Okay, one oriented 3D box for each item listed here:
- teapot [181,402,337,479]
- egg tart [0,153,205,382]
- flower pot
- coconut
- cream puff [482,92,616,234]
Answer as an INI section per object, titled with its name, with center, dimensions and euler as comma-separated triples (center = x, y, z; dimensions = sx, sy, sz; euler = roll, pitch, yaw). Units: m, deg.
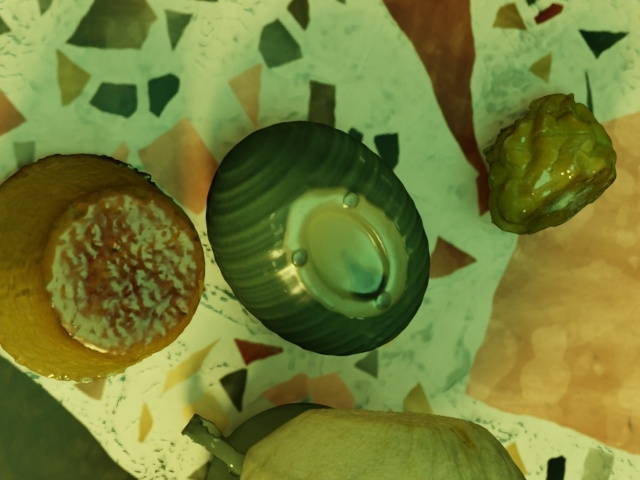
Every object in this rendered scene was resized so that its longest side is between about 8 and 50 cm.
[teapot]
center = -0.016, 0.256, 1.871
dimensions = 0.294, 0.129, 0.193
euler = 37, 86, -25
[egg tart]
center = -0.196, 0.027, 1.725
dimensions = 0.215, 0.171, 0.215
euler = -1, 93, -25
[flower pot]
center = 0.000, 0.000, 1.807
dimensions = 0.189, 0.157, 0.243
euler = -44, 112, -6
[coconut]
center = 0.046, 0.310, 1.693
dimensions = 0.328, 0.329, 0.329
euler = -5, 103, -21
[cream puff]
center = 0.220, -0.082, 1.905
dimensions = 0.146, 0.146, 0.116
euler = -22, 70, -16
